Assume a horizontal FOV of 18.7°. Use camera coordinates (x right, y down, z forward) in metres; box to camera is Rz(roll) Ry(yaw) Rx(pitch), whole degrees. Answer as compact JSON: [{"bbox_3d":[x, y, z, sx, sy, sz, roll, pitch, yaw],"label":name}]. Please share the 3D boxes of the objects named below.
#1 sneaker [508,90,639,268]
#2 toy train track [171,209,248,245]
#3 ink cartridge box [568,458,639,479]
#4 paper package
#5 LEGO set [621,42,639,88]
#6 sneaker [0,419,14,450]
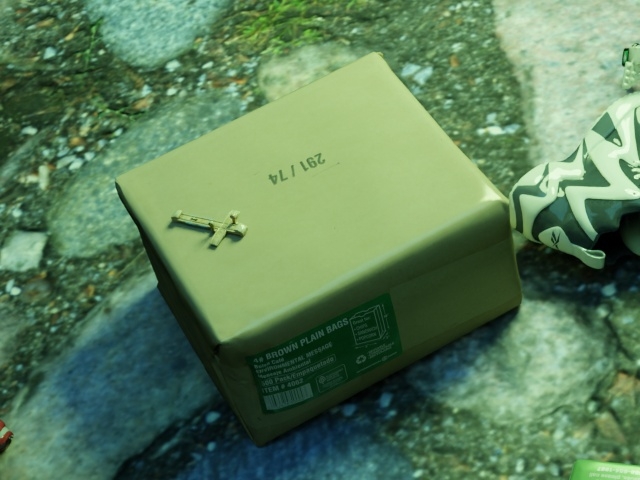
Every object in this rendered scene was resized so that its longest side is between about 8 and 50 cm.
[{"bbox_3d":[0.323,-0.052,1.991,0.235,0.094,0.153,-32,53,-27],"label":"sneaker"},{"bbox_3d":[-0.110,-0.020,1.906,0.083,0.014,0.048,11,51,27],"label":"toy train track"},{"bbox_3d":[0.281,0.329,1.588,0.201,0.117,0.278,4,47,22],"label":"ink cartridge box"},{"bbox_3d":[0.000,0.000,1.983,0.325,0.168,0.309,-26,43,-10],"label":"paper package"},{"bbox_3d":[0.428,-0.179,2.063,0.244,0.060,0.182,7,4,23],"label":"LEGO set"},{"bbox_3d":[-0.356,0.188,2.004,0.042,0.067,0.118,-38,17,-17],"label":"sneaker"}]
